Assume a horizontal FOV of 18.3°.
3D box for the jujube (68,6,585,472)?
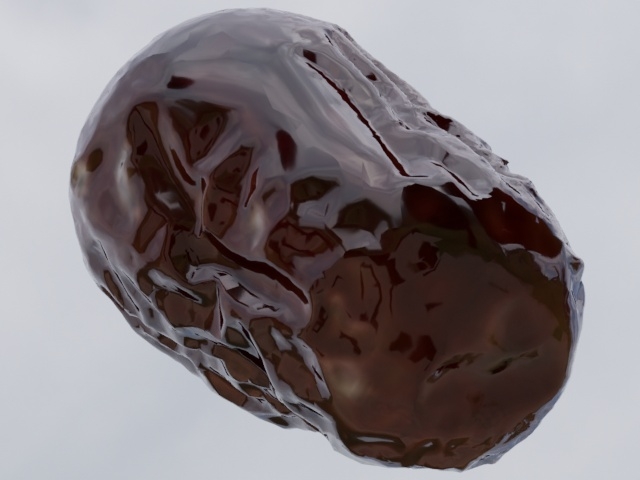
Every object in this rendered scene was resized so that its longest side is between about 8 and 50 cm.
[{"bbox_3d":[0.000,0.000,0.792,0.155,0.230,0.155,-19,-54,-29],"label":"jujube"}]
